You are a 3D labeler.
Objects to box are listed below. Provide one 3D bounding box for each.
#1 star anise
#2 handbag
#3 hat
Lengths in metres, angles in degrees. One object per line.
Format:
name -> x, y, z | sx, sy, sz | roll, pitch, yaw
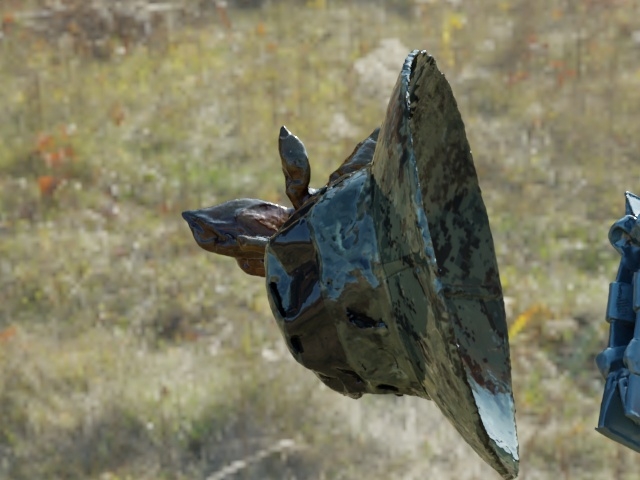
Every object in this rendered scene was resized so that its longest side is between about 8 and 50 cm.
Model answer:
star anise -> 0.001, 0.002, 1.285 | 0.212, 0.196, 0.111 | -21, 35, 4
handbag -> 0.307, 0.073, 1.198 | 0.179, 0.229, 0.062 | 27, -32, -20
hat -> 0.038, 0.028, 0.896 | 0.128, 0.265, 0.265 | -16, 10, 16
